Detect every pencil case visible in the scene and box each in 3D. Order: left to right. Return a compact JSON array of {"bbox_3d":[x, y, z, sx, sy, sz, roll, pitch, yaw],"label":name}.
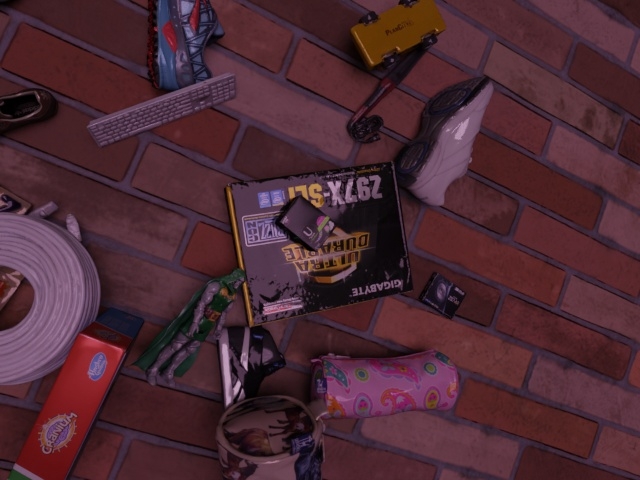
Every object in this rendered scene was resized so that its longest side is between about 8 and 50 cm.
[{"bbox_3d":[-0.062,0.473,0.817,0.184,0.160,0.410,-6,104,-8],"label":"pencil case"},{"bbox_3d":[0.116,0.273,0.919,0.284,0.124,0.124,1,91,-15],"label":"pencil case"}]

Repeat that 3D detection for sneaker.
[{"bbox_3d":[-0.515,-0.196,0.751,0.188,0.071,0.066,-29,99,-14],"label":"sneaker"},{"bbox_3d":[-0.229,-0.385,0.830,0.125,0.104,0.261,1,97,-30],"label":"sneaker"},{"bbox_3d":[-0.118,0.260,0.871,0.121,0.079,0.216,-5,92,-15],"label":"sneaker"},{"bbox_3d":[0.259,-0.202,0.973,0.129,0.111,0.297,41,80,-34],"label":"sneaker"}]

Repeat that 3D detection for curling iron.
[{"bbox_3d":[0.145,-0.302,0.958,0.068,0.035,0.274,37,82,-18],"label":"curling iron"}]

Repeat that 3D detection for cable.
[{"bbox_3d":[-0.468,0.086,0.720,0.257,0.089,0.257,-25,87,-13],"label":"cable"}]

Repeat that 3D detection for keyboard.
[{"bbox_3d":[-0.263,-0.223,0.825,0.256,0.072,0.014,-25,73,-14],"label":"keyboard"}]

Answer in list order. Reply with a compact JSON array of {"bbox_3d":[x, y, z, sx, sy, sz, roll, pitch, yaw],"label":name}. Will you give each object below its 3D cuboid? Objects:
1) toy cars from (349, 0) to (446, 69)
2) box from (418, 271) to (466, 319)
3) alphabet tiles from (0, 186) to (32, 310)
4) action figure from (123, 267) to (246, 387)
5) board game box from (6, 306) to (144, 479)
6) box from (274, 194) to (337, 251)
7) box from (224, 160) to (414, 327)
[{"bbox_3d":[0.169,-0.490,0.938,0.177,0.087,0.393,20,82,-15],"label":"toy cars"},{"bbox_3d":[0.256,0.116,1.007,0.083,0.018,0.067,35,82,-14],"label":"box"},{"bbox_3d":[-0.629,0.039,0.742,0.285,0.011,0.342,33,79,-12],"label":"alphabet tiles"},{"bbox_3d":[-0.204,0.140,0.810,0.063,0.137,0.232,37,90,29],"label":"action figure"},{"bbox_3d":[-0.371,0.271,0.716,0.064,0.242,0.316,25,84,-13],"label":"board game box"},{"bbox_3d":[-0.026,-0.029,0.827,0.083,0.052,0.062,39,79,-12],"label":"box"},{"bbox_3d":[0.000,0.000,0.902,0.322,0.079,0.257,-10,92,-15],"label":"box"}]
